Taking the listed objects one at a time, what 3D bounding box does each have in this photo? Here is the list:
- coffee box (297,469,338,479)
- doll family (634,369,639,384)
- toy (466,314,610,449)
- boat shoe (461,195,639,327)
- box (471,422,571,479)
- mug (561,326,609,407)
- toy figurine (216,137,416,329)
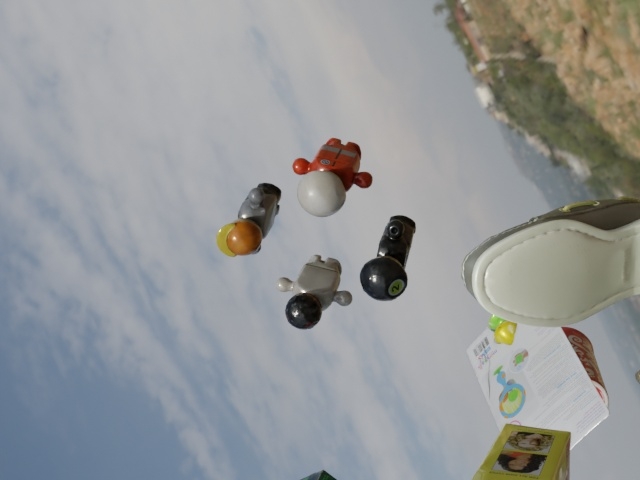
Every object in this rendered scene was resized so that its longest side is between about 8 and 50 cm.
[{"bbox_3d":[0.036,0.379,1.228,0.184,0.113,0.040,38,-131,-13],"label":"coffee box"},{"bbox_3d":[0.456,0.120,1.077,0.076,0.193,0.111,42,171,12],"label":"doll family"},{"bbox_3d":[0.272,0.176,1.147,0.056,0.137,0.237,26,-153,-30],"label":"toy"},{"bbox_3d":[0.264,0.016,0.959,0.091,0.305,0.109,26,121,58],"label":"boat shoe"},{"bbox_3d":[0.136,0.205,0.659,0.232,0.058,0.087,-14,-75,-69],"label":"box"},{"bbox_3d":[0.391,0.229,1.527,0.169,0.150,0.113,-81,-13,-70],"label":"mug"},{"bbox_3d":[0.000,0.000,1.193,0.213,0.210,0.148,54,-150,-18],"label":"toy figurine"}]
